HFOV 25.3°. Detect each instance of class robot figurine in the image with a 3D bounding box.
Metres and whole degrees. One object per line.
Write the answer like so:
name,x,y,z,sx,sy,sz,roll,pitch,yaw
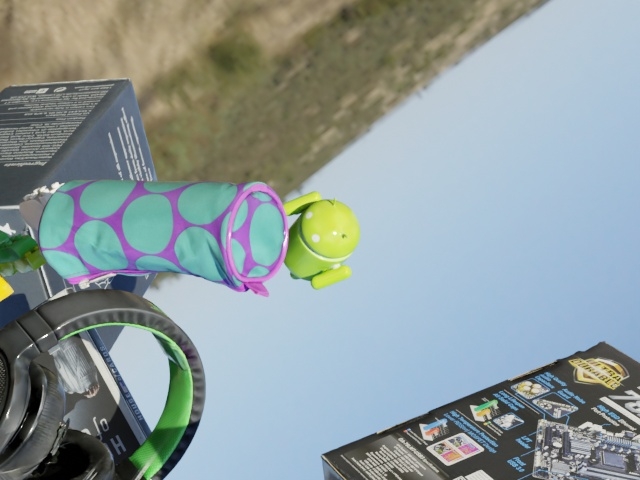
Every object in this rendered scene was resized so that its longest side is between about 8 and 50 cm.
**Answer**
robot figurine,0.000,0.000,1.483,0.067,0.101,0.115,-10,160,-28

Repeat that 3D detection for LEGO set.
LEGO set,-0.264,-0.005,1.051,0.087,0.093,0.227,-38,-163,-34

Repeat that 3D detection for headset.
headset,-0.274,0.220,1.364,0.394,0.243,0.185,-36,-141,-14

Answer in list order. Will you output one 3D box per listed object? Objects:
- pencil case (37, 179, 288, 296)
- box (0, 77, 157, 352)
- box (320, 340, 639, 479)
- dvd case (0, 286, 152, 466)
pencil case,-0.098,-0.003,0.882,0.152,0.070,0.064,1,174,31
box,-0.389,-0.011,1.995,0.212,0.293,0.395,-2,-151,16
box,0.197,0.205,1.101,0.293,0.073,0.295,-18,-152,-24
dvd case,-0.300,0.200,1.643,0.179,0.238,0.029,-32,173,19
